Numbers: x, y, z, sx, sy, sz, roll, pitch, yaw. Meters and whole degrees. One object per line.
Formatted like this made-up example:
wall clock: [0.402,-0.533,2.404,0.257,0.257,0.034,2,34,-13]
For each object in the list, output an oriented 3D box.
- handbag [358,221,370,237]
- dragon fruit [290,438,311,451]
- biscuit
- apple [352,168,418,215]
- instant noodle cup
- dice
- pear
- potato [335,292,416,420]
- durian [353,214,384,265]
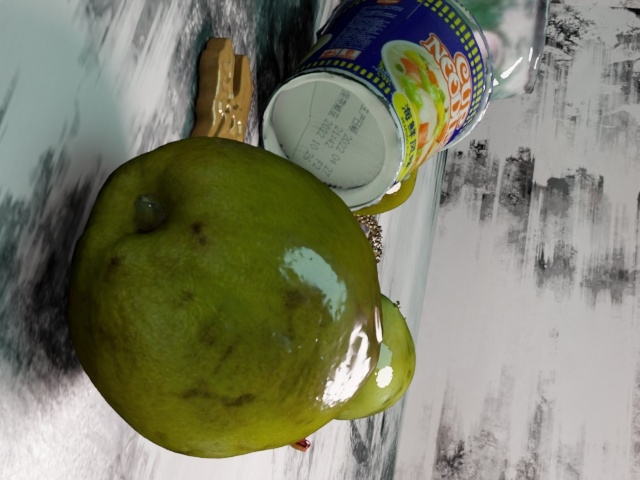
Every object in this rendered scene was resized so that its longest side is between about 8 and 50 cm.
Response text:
handbag: [0.000,0.000,1.473,0.095,0.117,0.173,-68,172,21]
dragon fruit: [-0.027,0.268,1.609,0.112,0.068,0.126,-2,100,-78]
biscuit: [-0.111,-0.099,1.116,0.144,0.040,0.236,22,73,-72]
apple: [0.091,-0.136,1.748,0.196,0.157,0.196,12,90,-85]
instant noodle cup: [0.065,-0.188,1.404,0.312,0.284,0.284,-49,145,-55]
dice: [0.272,-0.461,1.975,0.330,0.348,0.328,-52,148,-66]
pear: [-0.076,0.050,0.857,0.321,0.269,0.269,49,47,-56]
potato: [0.035,0.162,1.507,0.304,0.216,0.215,70,28,-80]
durian: [0.076,0.012,1.900,0.188,0.091,0.148,72,27,-66]
